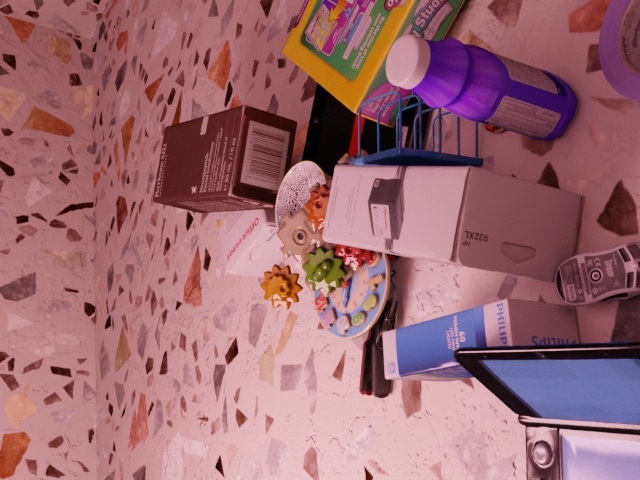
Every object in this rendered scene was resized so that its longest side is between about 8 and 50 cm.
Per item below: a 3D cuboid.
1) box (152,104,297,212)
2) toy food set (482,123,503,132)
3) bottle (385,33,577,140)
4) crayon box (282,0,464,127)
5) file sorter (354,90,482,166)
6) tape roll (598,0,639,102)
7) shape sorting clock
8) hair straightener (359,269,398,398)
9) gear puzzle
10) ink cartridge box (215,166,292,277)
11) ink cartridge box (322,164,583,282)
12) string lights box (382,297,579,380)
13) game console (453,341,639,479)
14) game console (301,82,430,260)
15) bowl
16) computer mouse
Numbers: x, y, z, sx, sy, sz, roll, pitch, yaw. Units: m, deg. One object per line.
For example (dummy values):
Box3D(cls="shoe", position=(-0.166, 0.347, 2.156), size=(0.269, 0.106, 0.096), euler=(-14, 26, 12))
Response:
Box3D(cls="box", position=(-0.219, -0.168, 1.608), size=(0.381, 0.143, 0.191), euler=(-1, 79, 56))
Box3D(cls="toy food set", position=(0.279, -0.211, 1.152), size=(0.083, 0.020, 0.083), euler=(-18, 67, 55))
Box3D(cls="bottle", position=(0.219, -0.210, 1.000), size=(0.118, 0.283, 0.092), euler=(54, 128, 47))
Box3D(cls="crayon box", position=(0.108, -0.436, 1.332), size=(0.313, 0.106, 0.362), euler=(49, 117, 46))
Box3D(cls="file sorter", position=(0.157, -0.171, 1.186), size=(0.118, 0.170, 0.104), euler=(-8, 81, 57))
Box3D(cls="tape roll", position=(0.431, -0.246, 0.864), size=(0.189, 0.080, 0.188), euler=(-21, 64, 54))
Box3D(cls="shape sorting clock", position=(0.051, 0.078, 1.349), size=(0.206, 0.040, 0.206), euler=(-17, 69, 53))
Box3D(cls="hair straightener", position=(0.120, 0.166, 1.303), size=(0.089, 0.047, 0.230), euler=(-2, 77, 58))
Box3D(cls="gear puzzle", position=(0.000, 0.000, 1.314), size=(0.339, 0.044, 0.175), euler=(-43, 76, 24))
Box3D(cls="ink cartridge box", position=(-0.149, -0.080, 1.709), size=(0.201, 0.117, 0.278), euler=(-48, 44, 40))
Box3D(cls="ink cartridge box", position=(0.182, -0.031, 1.072), size=(0.307, 0.223, 0.129), euler=(11, 91, 58))
Box3D(cls="string lights box", position=(0.221, 0.150, 1.050), size=(0.260, 0.133, 0.076), euler=(-26, 61, 52))
Box3D(cls="game console", position=(0.308, 0.250, 0.846), size=(0.293, 0.173, 0.250), euler=(-15, 70, 55))
Box3D(cls="game console", position=(0.080, -0.175, 1.440), size=(0.342, 0.060, 0.386), euler=(17, 98, 52))
Box3D(cls="bowl", position=(-0.008, -0.063, 1.421), size=(0.170, 0.080, 0.170), euler=(-14, 73, 51))
Box3D(cls="computer mouse", position=(0.382, 0.035, 0.913), size=(0.193, 0.042, 0.106), euler=(-21, 69, 48))
